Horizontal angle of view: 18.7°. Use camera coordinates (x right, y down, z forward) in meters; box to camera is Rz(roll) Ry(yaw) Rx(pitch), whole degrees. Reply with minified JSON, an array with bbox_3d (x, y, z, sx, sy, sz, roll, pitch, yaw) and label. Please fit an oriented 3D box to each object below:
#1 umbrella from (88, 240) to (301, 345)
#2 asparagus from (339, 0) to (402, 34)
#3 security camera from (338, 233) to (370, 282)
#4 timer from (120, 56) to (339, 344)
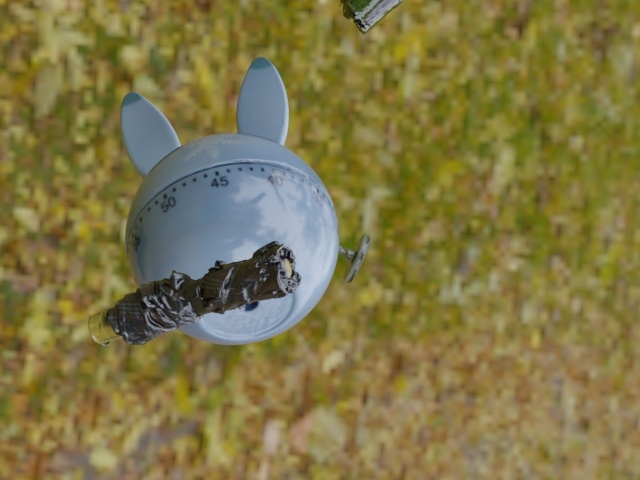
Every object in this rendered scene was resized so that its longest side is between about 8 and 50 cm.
[{"bbox_3d":[-0.082,0.036,1.217,0.040,0.144,0.037,58,24,-33],"label":"umbrella"},{"bbox_3d":[0.075,-0.198,1.230,0.165,0.030,0.036,-49,125,5],"label":"asparagus"},{"bbox_3d":[0.000,0.000,1.980,0.058,0.092,0.058,-155,-90,-83],"label":"security camera"},{"bbox_3d":[-0.071,-0.020,1.483,0.255,0.175,0.175,-108,-167,-67],"label":"timer"}]
